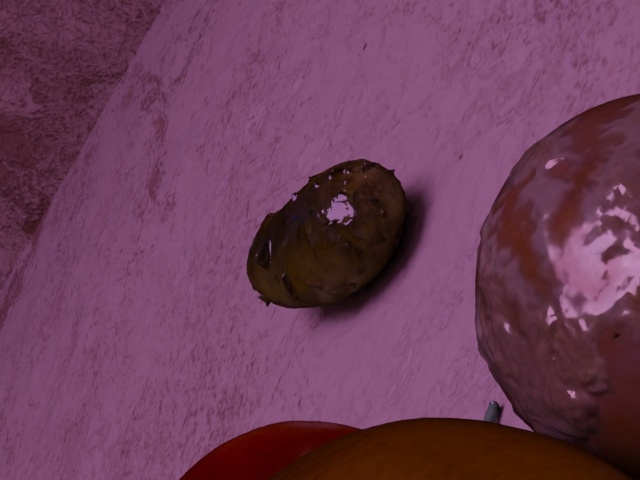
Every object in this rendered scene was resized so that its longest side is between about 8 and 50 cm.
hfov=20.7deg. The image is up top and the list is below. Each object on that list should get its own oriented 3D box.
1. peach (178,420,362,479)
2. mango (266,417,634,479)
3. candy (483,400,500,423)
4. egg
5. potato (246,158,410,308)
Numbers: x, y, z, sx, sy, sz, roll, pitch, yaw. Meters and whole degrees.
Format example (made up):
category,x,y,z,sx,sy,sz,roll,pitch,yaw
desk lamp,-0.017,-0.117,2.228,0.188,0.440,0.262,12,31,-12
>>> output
category,x,y,z,sx,sy,sz,roll,pitch,yaw
peach,-0.014,0.229,1.214,0.196,0.226,0.190,57,164,30
mango,0.063,0.213,0.808,0.378,0.221,0.264,-16,80,58
candy,0.084,0.190,1.137,0.061,0.061,0.202,-33,28,57
egg,0.172,0.022,0.861,0.203,0.203,0.245,-62,13,8
potato,0.000,0.000,1.513,0.225,0.090,0.117,-30,39,58
